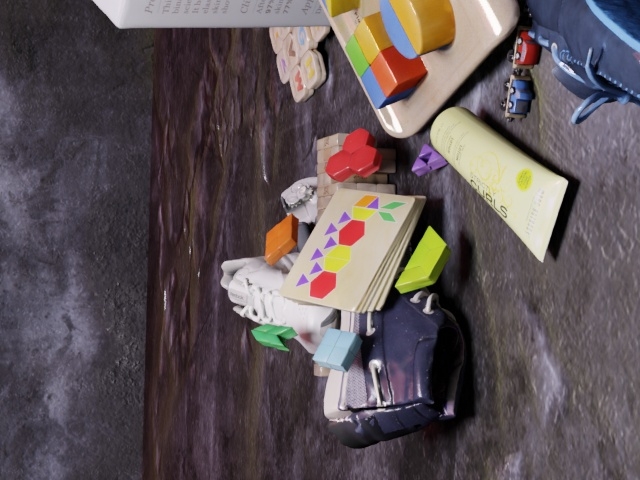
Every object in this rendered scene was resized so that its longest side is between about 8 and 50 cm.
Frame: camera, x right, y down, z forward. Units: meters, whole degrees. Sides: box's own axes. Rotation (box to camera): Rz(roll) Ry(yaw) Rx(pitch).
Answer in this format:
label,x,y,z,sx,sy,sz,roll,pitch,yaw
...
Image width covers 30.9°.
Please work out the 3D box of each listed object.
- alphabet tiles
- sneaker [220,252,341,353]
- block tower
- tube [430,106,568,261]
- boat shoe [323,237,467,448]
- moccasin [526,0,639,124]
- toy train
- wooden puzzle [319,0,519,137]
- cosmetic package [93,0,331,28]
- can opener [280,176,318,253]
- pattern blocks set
label,x,y,z,sx,sy,sz,roll,pitch,yaw
alphabet tiles,-0.050,-0.385,1.963,0.278,0.021,0.284,148,110,-70
sneaker,-0.054,0.088,1.581,0.297,0.129,0.111,-152,67,-68
block tower,0.048,0.023,1.624,0.097,0.090,0.336,175,96,-71
tube,0.196,-0.075,1.266,0.070,0.062,0.240,56,179,-37
boat shoe,0.110,0.089,1.440,0.158,0.127,0.341,-17,52,36
moccasin,0.265,-0.172,1.008,0.342,0.137,0.117,-94,10,-63
toy train,0.221,-0.205,1.252,0.036,0.027,0.158,27,113,58
wooden puzzle,0.071,-0.311,1.387,0.322,0.080,0.348,64,158,7
cosmetic package,-0.161,-0.527,1.683,0.327,0.393,0.329,48,131,35
can opener,0.000,0.000,1.827,0.280,0.074,0.093,-109,-6,-50
pattern blocks set,0.042,0.009,1.448,0.285,0.026,0.325,20,70,47
